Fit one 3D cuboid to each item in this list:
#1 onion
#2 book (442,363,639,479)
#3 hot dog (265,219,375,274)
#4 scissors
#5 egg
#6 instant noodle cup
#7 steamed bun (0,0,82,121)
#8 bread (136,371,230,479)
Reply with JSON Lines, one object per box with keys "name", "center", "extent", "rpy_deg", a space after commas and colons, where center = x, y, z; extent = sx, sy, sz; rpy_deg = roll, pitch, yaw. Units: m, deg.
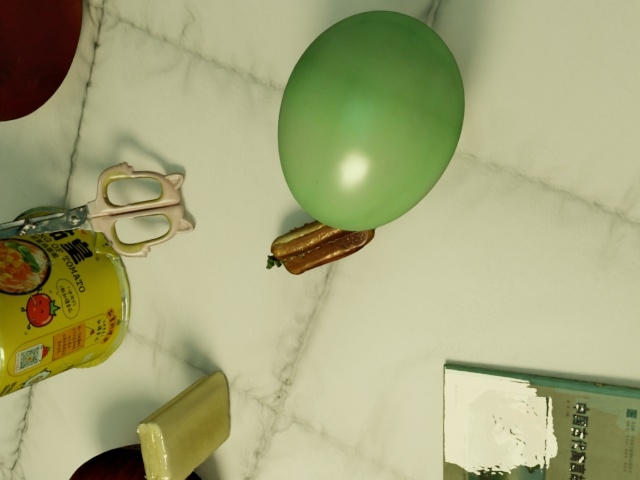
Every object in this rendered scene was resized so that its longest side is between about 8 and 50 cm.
{"name": "onion", "center": [-0.324, 0.490, 0.997], "extent": [0.273, 0.285, 0.273], "rpy_deg": [11, 133, 12]}
{"name": "book", "center": [0.315, 0.290, 0.827], "extent": [0.283, 0.025, 0.214], "rpy_deg": [2, 102, 23]}
{"name": "hot dog", "center": [0.000, 0.000, 0.862], "extent": [0.188, 0.055, 0.072], "rpy_deg": [-21, 124, 29]}
{"name": "scissors", "center": [-0.370, -0.037, 0.939], "extent": [0.318, 0.024, 0.160], "rpy_deg": [-10, 101, -6]}
{"name": "egg", "center": [0.058, -0.140, 0.716], "extent": [0.221, 0.220, 0.269], "rpy_deg": [24, 119, 15]}
{"name": "instant noodle cup", "center": [-0.536, 0.117, 0.996], "extent": [0.326, 0.254, 0.325], "rpy_deg": [5, 104, 21]}
{"name": "steamed bun", "center": [-0.527, -0.331, 0.891], "extent": [0.248, 0.235, 0.379], "rpy_deg": [48, 114, 8]}
{"name": "bread", "center": [-0.220, 0.314, 0.959], "extent": [0.060, 0.178, 0.139], "rpy_deg": [5, 104, 24]}
